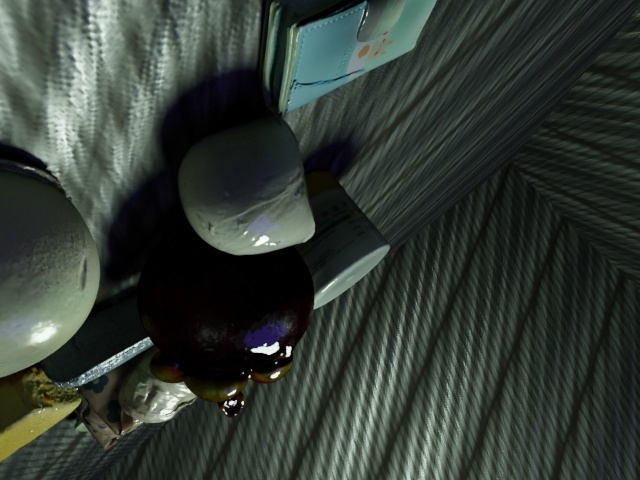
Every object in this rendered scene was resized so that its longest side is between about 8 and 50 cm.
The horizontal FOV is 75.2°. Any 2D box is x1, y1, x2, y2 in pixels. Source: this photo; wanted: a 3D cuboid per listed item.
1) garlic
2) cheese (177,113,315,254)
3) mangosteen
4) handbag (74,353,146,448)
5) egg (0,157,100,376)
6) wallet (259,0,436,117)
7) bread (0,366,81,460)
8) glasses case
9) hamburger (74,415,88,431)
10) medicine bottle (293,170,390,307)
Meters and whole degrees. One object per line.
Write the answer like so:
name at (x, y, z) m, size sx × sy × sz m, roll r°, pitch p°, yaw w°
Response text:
garlic at (-0.305, 0.303, 0.909) m, size 0.218 × 0.212 × 0.218 m, roll -53°, pitch -162°, yaw 26°
cheese at (-0.101, -0.069, 0.591) m, size 0.189 × 0.197 × 0.154 m, roll -20°, pitch -163°, yaw -26°
mangosteen at (-0.165, 0.131, 0.738) m, size 0.307 × 0.307 × 0.346 m, roll 0°, pitch 97°, yaw -67°
handbag at (-0.460, 0.361, 1.018) m, size 0.252 × 0.193 × 0.190 m, roll -21°, pitch 156°, yaw -49°
egg at (-0.365, 0.068, 0.415) m, size 0.287 × 0.174 × 0.264 m, roll -33°, pitch 161°, yaw -6°
wallet at (0.041, -0.273, 0.540) m, size 0.251 × 0.075 × 0.176 m, roll -33°, pitch 168°, yaw -21°
bread at (-0.627, 0.355, 0.778) m, size 0.275 × 0.114 × 0.184 m, roll -34°, pitch 168°, yaw -12°
glasses case at (-0.384, 0.176, 0.809) m, size 0.283 × 0.109 × 0.067 m, roll -28°, pitch 151°, yaw -34°
hamburger at (-0.669, 0.517, 1.255) m, size 0.140 × 0.062 × 0.133 m, roll -31°, pitch 160°, yaw -17°
medicine bottle at (0.000, 0.000, 0.948) m, size 0.238 × 0.231 × 0.238 m, roll -36°, pitch 165°, yaw -12°
